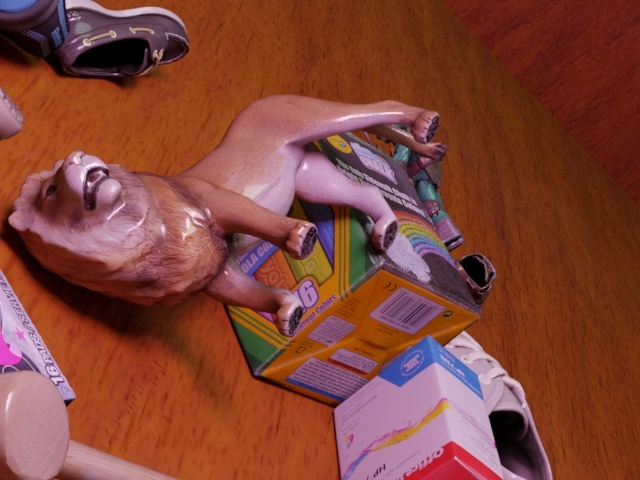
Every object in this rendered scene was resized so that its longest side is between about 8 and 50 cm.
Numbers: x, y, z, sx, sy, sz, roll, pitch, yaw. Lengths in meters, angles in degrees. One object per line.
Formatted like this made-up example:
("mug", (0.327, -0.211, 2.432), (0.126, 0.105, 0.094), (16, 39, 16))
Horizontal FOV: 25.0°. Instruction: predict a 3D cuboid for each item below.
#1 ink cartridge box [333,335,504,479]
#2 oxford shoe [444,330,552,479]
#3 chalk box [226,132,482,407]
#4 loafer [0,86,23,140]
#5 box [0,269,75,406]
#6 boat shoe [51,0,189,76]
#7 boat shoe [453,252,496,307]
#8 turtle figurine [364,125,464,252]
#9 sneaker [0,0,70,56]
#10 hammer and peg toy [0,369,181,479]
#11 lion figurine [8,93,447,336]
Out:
("ink cartridge box", (0.091, 0.212, 1.343), (0.078, 0.134, 0.231), (40, 21, -25))
("oxford shoe", (0.150, 0.165, 1.568), (0.169, 0.130, 0.449), (32, 24, -35))
("chalk box", (0.000, 0.000, 1.481), (0.180, 0.179, 0.289), (27, 29, -45))
("loafer", (-0.335, -0.151, 1.084), (0.268, 0.092, 0.102), (42, -12, 25))
("box", (-0.288, 0.037, 0.825), (0.247, 0.163, 0.142), (56, 21, 17))
("boat shoe", (-0.215, -0.208, 1.558), (0.228, 0.081, 0.069), (-4, 58, -57))
("boat shoe", (0.205, 0.055, 1.966), (0.066, 0.066, 0.183), (53, 20, 11))
("turtle figurine", (0.116, -0.088, 1.985), (0.234, 0.118, 0.175), (59, 21, 11))
("sneaker", (-0.367, -0.315, 1.422), (0.341, 0.125, 0.139), (53, -7, 18))
("hammer and peg toy", (-0.086, 0.245, 0.723), (0.266, 0.127, 0.361), (12, 70, -60))
("lion figurine", (-0.070, -0.047, 1.282), (0.240, 0.142, 0.392), (21, 31, 25))
